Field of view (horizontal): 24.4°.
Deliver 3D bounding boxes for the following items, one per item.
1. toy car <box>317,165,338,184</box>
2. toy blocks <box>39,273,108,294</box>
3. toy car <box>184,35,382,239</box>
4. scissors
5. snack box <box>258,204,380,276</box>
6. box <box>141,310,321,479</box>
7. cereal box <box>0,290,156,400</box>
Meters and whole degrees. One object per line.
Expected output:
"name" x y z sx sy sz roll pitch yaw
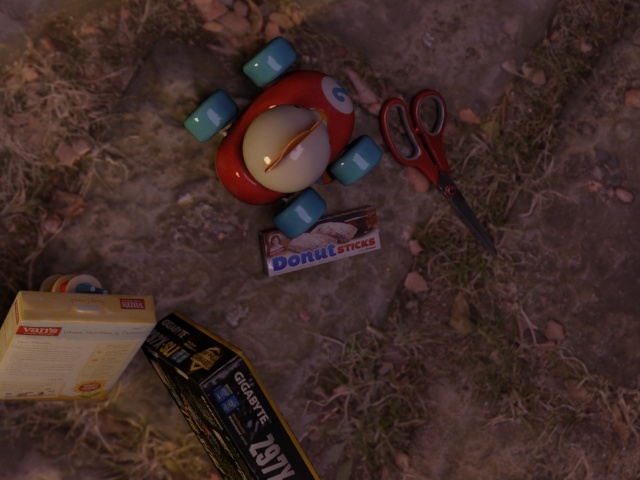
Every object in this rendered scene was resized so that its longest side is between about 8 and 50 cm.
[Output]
"toy car" -0.013 -0.126 2.082 0.040 0.060 0.122 -33 98 31
"toy blocks" -0.287 0.086 1.921 0.123 0.148 0.054 31 74 -26
"toy car" -0.032 -0.134 1.920 0.210 0.238 0.219 -43 100 -7
"scissors" 0.173 -0.084 2.176 0.109 0.021 0.297 -29 112 -19
"snack box" 0.000 0.000 2.109 0.178 0.022 0.064 -14 107 -22
"box" -0.103 0.265 1.984 0.079 0.257 0.322 -35 111 -14
"cereal box" -0.325 0.138 1.883 0.173 0.240 0.047 3 59 -25
